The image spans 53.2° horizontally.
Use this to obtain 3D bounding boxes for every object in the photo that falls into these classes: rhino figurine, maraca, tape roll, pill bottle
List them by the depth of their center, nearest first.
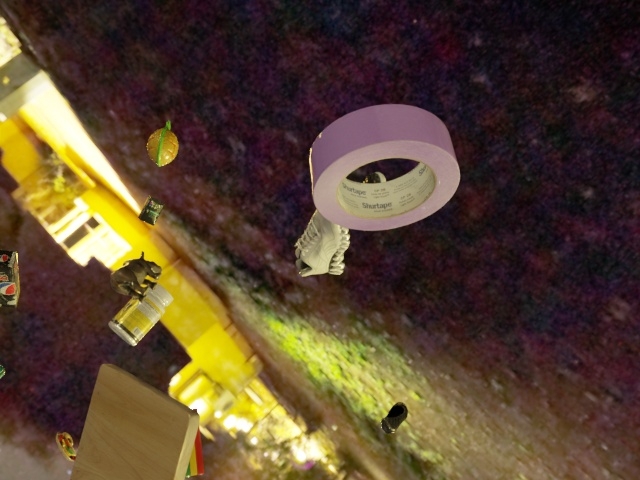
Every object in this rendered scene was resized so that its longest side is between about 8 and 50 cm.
[{"bbox_3d":[0.118,-0.129,1.208,0.274,0.275,0.090,75,-173,-58],"label":"tape roll"},{"bbox_3d":[-0.483,0.088,1.709,0.106,0.073,0.243,28,-165,-5],"label":"rhino figurine"},{"bbox_3d":[-0.528,-0.327,2.157,0.099,0.185,0.127,12,128,-9],"label":"maraca"},{"bbox_3d":[-0.611,0.247,2.188,0.119,0.208,0.119,33,156,17],"label":"pill bottle"}]

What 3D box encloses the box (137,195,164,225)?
[{"bbox_3d":[-0.561,-0.098,2.120,0.052,0.083,0.062,27,177,-24],"label":"box"}]

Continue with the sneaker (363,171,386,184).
[{"bbox_3d":[0.164,-0.115,1.751,0.237,0.086,0.085,86,170,-63],"label":"sneaker"}]

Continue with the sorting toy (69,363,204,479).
[{"bbox_3d":[-0.305,0.375,1.109,0.257,0.255,0.089,15,180,38],"label":"sorting toy"}]

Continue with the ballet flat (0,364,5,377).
[{"bbox_3d":[-0.954,0.412,1.748,0.083,0.087,0.247,7,-175,2],"label":"ballet flat"}]

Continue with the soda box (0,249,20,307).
[{"bbox_3d":[-0.804,0.100,1.630,0.168,0.053,0.060,112,157,-45],"label":"soda box"}]

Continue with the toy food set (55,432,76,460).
[{"bbox_3d":[-0.629,0.511,1.587,0.082,0.020,0.083,54,164,21],"label":"toy food set"}]

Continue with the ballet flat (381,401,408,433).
[{"bbox_3d":[0.219,0.508,1.869,0.173,0.058,0.049,-27,-75,-68],"label":"ballet flat"}]

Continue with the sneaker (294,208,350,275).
[{"bbox_3d":[0.000,0.000,1.531,0.292,0.118,0.110,95,160,-54],"label":"sneaker"}]
